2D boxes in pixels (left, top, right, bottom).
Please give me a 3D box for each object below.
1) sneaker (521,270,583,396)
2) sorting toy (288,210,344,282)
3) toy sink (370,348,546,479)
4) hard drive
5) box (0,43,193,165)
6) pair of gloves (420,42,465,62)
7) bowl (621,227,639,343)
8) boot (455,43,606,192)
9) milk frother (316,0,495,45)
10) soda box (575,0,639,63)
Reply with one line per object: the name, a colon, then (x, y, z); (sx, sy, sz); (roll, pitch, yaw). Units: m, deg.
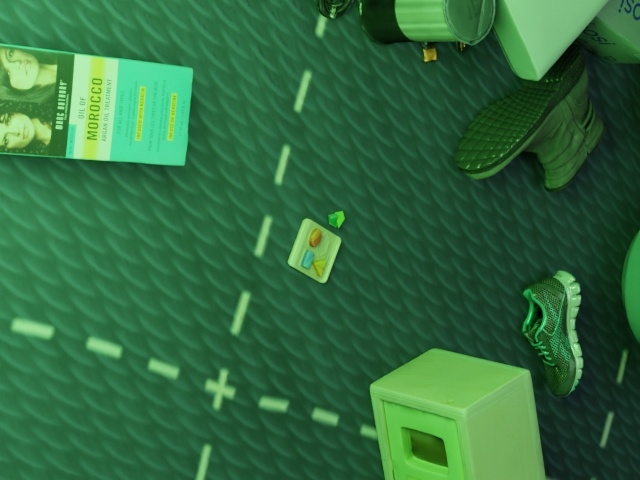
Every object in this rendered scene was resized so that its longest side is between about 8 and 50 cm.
sneaker: (0.293, 0.124, 2.055); (0.076, 0.065, 0.166); (-10, 101, -26)
sorting toy: (0.000, 0.000, 1.773); (0.062, 0.012, 0.083); (30, 77, -42)
toy sink: (0.165, 0.268, 1.881); (0.131, 0.153, 0.234); (-26, 115, -38)
hard drive: (0.302, -0.388, 1.838); (0.353, 0.047, 0.233); (-48, 130, -21)
box: (-0.235, -0.127, 1.493); (0.244, 0.060, 0.100); (1, 96, -44)
pair of gloves: (0.145, -0.251, 1.874); (0.083, 0.010, 0.074); (-19, 111, -38)
bowl: (0.532, 0.057, 2.192); (0.311, 0.163, 0.312); (-10, 104, -43)
boot: (0.276, -0.118, 1.978); (0.246, 0.083, 0.161); (-46, 131, -27)
milk frother: (0.090, -0.263, 1.731); (0.143, 0.134, 0.129); (-36, 117, -34)
soda box: (0.329, -0.318, 1.983); (0.286, 0.091, 0.098); (26, 78, -43)
